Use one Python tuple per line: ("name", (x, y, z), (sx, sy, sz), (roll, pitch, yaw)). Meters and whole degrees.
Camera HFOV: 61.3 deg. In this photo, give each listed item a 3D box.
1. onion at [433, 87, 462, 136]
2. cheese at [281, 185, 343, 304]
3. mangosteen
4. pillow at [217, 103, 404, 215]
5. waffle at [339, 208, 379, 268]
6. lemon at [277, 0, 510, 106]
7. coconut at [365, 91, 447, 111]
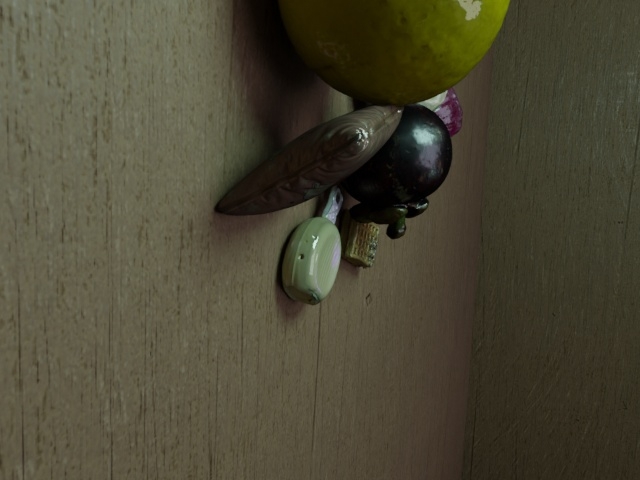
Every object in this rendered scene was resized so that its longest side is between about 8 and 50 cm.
("onion", (0.365, -0.393, 1.596), (0.250, 0.111, 0.247), (-40, 132, -54))
("cheese", (0.000, 0.000, 0.946), (0.137, 0.064, 0.227), (65, 40, -53))
("mangosteen", (0.137, -0.132, 1.020), (0.228, 0.228, 0.265), (-26, 114, -61))
("pillow", (-0.004, -0.111, 0.755), (0.084, 0.236, 0.223), (61, 27, -4))
("waffle", (0.081, 0.000, 1.142), (0.148, 0.042, 0.102), (30, 68, -63))
("lemon", (0.098, -0.365, 0.778), (0.348, 0.348, 0.348), (5, 90, -65))
("coconut", (0.173, -0.327, 1.117), (0.194, 0.194, 0.194), (5, 90, -65))
